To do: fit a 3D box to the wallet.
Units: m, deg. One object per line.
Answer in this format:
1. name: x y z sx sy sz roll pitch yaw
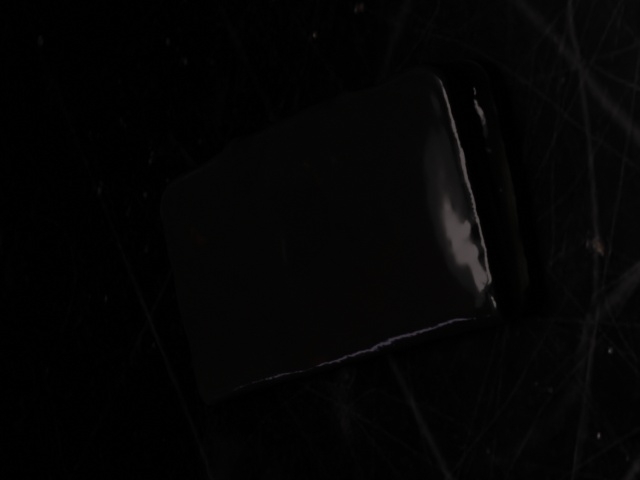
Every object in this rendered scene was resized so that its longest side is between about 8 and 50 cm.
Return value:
1. wallet: 0.000 0.000 1.336 0.377 0.051 0.197 -21 78 49
